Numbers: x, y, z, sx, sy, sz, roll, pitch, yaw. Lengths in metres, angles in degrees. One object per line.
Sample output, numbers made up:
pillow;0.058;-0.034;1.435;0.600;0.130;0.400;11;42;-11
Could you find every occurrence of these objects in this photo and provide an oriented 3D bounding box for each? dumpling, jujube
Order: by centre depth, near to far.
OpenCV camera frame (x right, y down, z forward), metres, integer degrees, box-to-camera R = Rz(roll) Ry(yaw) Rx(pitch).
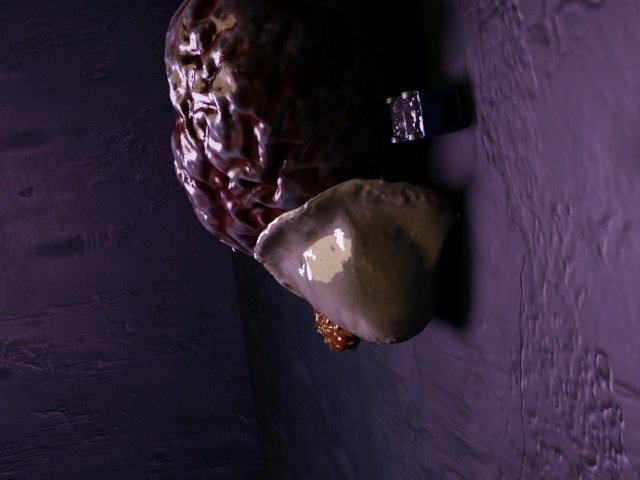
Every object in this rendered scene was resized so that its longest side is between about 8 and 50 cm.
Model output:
dumpling;0.025;0.019;1.030;0.216;0.166;0.126;149;135;-82
jujube;-0.036;-0.119;1.102;0.317;0.226;0.226;100;160;-53

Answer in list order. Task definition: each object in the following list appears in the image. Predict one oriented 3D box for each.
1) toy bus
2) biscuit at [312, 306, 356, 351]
toy bus;0.082;-0.098;0.931;0.083;0.046;0.038;-172;73;-78
biscuit;0.000;0.000;1.558;0.305;0.038;0.305;171;90;-81
